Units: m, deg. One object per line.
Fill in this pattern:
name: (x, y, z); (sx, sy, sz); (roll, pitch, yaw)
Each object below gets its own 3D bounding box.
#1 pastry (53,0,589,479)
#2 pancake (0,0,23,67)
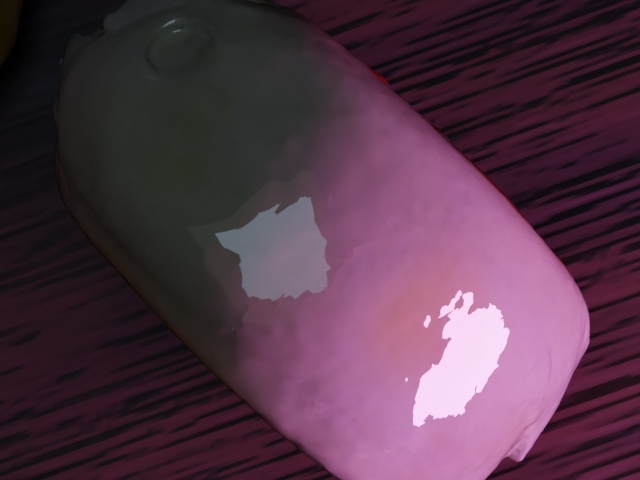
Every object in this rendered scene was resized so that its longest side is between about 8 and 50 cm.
pastry: (-0.001, -0.001, 0.849); (0.265, 0.265, 0.133); (41, 90, 11)
pancake: (-0.328, -0.074, 0.988); (0.427, 0.067, 0.305); (-24, 78, 5)
